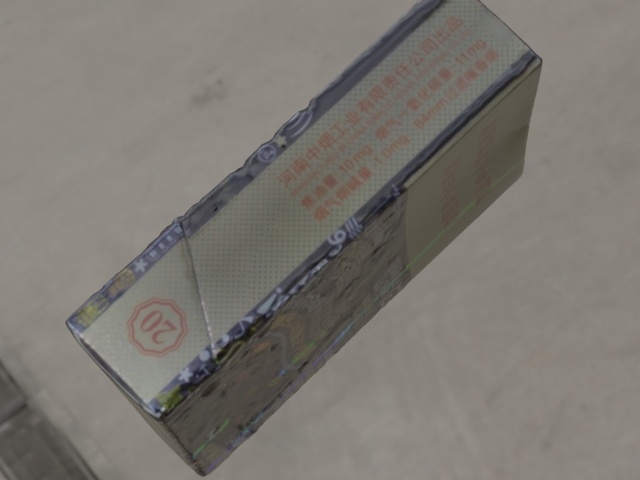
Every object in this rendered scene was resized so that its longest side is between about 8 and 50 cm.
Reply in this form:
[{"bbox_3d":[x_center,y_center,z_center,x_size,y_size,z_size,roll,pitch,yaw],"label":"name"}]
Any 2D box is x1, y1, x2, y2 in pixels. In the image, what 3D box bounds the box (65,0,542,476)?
[{"bbox_3d":[0.000,0.000,0.939,0.310,0.084,0.198,-43,-15,-10],"label":"box"}]
